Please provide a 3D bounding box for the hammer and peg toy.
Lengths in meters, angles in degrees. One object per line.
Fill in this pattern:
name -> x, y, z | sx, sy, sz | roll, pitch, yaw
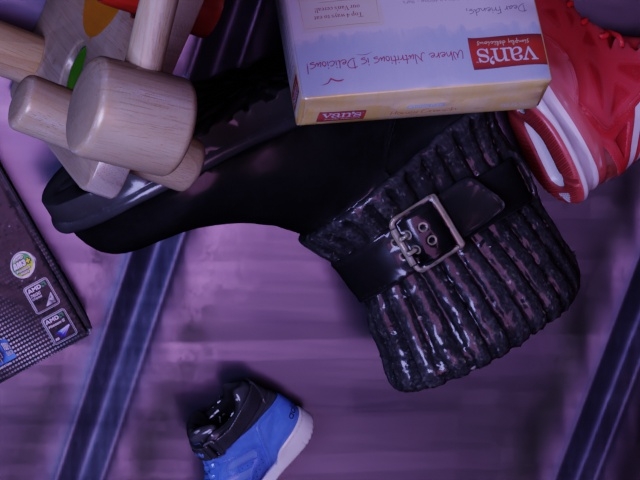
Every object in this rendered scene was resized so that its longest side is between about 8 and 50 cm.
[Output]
hammer and peg toy -> -0.101, -0.164, 1.251 | 0.127, 0.361, 0.266 | 20, 99, -25

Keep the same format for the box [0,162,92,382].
box -> -0.289, 0.030, 1.430 | 0.191, 0.045, 0.184 | -28, 111, -4

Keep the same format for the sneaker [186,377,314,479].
sneaker -> -0.079, 0.174, 1.503 | 0.085, 0.058, 0.152 | 35, 91, -24

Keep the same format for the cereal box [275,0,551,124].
cereal box -> 0.051, -0.198, 1.368 | 0.173, 0.047, 0.240 | -4, 68, -10

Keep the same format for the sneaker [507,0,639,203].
sneaker -> 0.183, -0.150, 1.476 | 0.128, 0.087, 0.221 | -30, 108, -21

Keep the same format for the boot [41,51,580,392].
boot -> 0.002, 0.001, 1.436 | 0.348, 0.131, 0.260 | -23, 108, -5
